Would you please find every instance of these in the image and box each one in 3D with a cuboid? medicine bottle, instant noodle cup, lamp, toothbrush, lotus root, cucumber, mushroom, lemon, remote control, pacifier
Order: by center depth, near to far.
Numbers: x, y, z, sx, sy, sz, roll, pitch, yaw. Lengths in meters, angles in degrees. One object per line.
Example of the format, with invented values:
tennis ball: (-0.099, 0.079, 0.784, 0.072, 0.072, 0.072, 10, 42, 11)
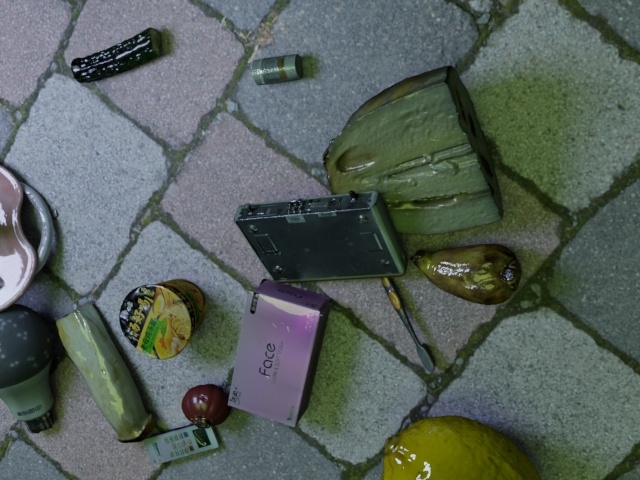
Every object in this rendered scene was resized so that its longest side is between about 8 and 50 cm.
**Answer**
lotus root: (0.144, -0.135, 1.214, 0.260, 0.149, 0.267, -16, 120, 25)
lemon: (0.244, 0.439, 1.246, 0.268, 0.268, 0.322, -37, 108, 20)
lotus root: (0.254, 0.052, 1.252, 0.190, 0.094, 0.108, 8, 65, 25)
medicine bottle: (-0.077, -0.306, 1.285, 0.083, 0.047, 0.047, -4, 101, 17)
toothbrush: (0.135, 0.099, 1.323, 0.023, 0.031, 0.321, -27, 94, 19)
cucumber: (-0.387, -0.346, 1.360, 0.187, 0.058, 0.058, -16, 98, 19)
instant noodle cup: (-0.299, 0.142, 1.410, 0.151, 0.122, 0.152, 4, 106, 15)
pacifier: (-0.706, -0.012, 1.434, 0.220, 0.273, 0.332, -19, 82, 30)
lamp: (-0.231, 0.335, 1.452, 0.101, 0.090, 0.101, 6, 137, 5)
mushroom: (-0.453, 0.286, 1.509, 0.100, 0.081, 0.312, -27, 92, 14)
remote control: (-0.296, 0.426, 1.522, 0.166, 0.029, 0.065, -19, 95, 14)
lamp: (-0.629, 0.276, 1.528, 0.181, 0.182, 0.314, -18, 117, 19)

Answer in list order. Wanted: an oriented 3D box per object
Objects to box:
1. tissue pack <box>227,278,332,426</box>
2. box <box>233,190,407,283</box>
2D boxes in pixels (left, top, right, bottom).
tissue pack: (-0.076, 0.215, 1.377, 0.148, 0.092, 0.247, 15, 105, 11)
box: (0.000, 0.000, 1.264, 0.270, 0.045, 0.211, -3, 138, 23)
